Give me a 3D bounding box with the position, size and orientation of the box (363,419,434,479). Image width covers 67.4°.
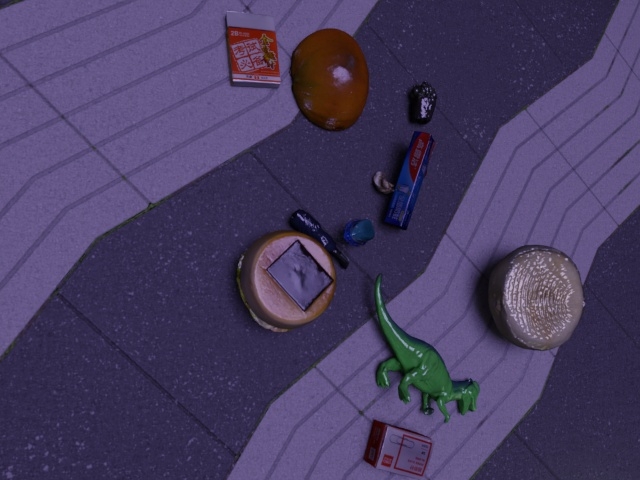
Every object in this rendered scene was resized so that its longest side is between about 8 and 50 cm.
[{"bbox_3d":[0.243,0.647,1.479,0.182,0.099,0.133,24,76,-16],"label":"box"}]

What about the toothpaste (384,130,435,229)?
[{"bbox_3d":[0.298,-0.197,1.592,0.065,0.076,0.321,17,87,25],"label":"toothpaste"}]

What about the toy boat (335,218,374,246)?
[{"bbox_3d":[0.098,-0.017,1.527,0.175,0.110,0.091,-18,90,-65],"label":"toy boat"}]

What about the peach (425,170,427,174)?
[{"bbox_3d":[0.331,-0.236,1.673,0.083,0.077,0.050,41,56,-58],"label":"peach"}]

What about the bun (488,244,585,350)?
[{"bbox_3d":[0.729,0.194,1.684,0.363,0.202,0.365,1,87,-17],"label":"bun"}]

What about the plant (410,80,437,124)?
[{"bbox_3d":[0.363,-0.489,1.699,0.091,0.094,0.144,6,85,-10],"label":"plant"}]

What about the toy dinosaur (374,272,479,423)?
[{"bbox_3d":[0.359,0.344,1.552,0.373,0.144,0.501,-3,88,-27],"label":"toy dinosaur"}]

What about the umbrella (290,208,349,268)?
[{"bbox_3d":[0.006,-0.005,1.505,0.248,0.071,0.071,40,70,-16],"label":"umbrella"}]

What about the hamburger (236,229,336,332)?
[{"bbox_3d":[-0.101,0.112,1.379,0.299,0.176,0.301,4,80,-20],"label":"hamburger"}]

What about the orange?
[{"bbox_3d":[0.037,-0.529,1.577,0.273,0.274,0.311,1,113,-21],"label":"orange"}]

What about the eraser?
[{"bbox_3d":[-0.214,-0.601,1.513,0.157,0.038,0.231,-4,84,-22],"label":"eraser"}]

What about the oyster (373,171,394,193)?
[{"bbox_3d":[0.217,-0.193,1.619,0.080,0.038,0.083,7,57,16],"label":"oyster"}]
